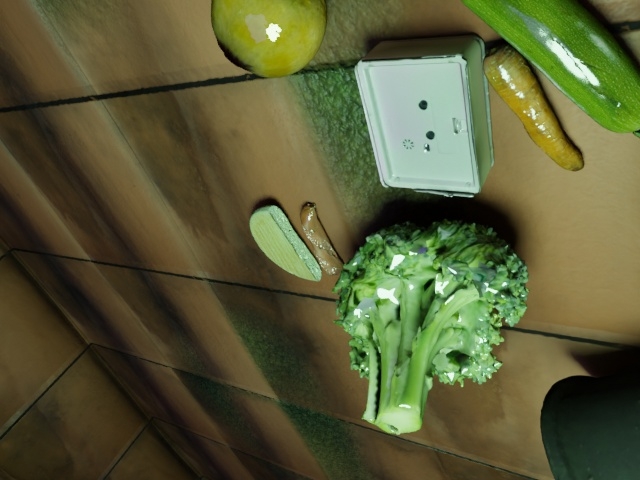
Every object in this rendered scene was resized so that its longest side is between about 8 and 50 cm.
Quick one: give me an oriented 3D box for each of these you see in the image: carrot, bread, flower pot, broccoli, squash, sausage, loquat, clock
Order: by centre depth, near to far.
[{"bbox_3d":[0.243,-0.208,0.578,0.318,0.071,0.080,38,148,-1],"label":"squash"},{"bbox_3d":[0.256,-0.149,0.657,0.191,0.047,0.047,47,142,-17],"label":"carrot"},{"bbox_3d":[-0.065,-0.281,0.696,0.163,0.137,0.163,31,135,36],"label":"loquat"},{"bbox_3d":[0.137,-0.157,0.718,0.146,0.071,0.192,8,135,32],"label":"clock"},{"bbox_3d":[0.515,0.283,0.723,0.379,0.379,0.251,37,122,0],"label":"flower pot"},{"bbox_3d":[0.175,0.126,0.838,0.249,0.302,0.375,9,149,-30],"label":"broccoli"},{"bbox_3d":[0.000,0.000,1.028,0.158,0.042,0.036,65,172,-30],"label":"sausage"},{"bbox_3d":[-0.079,0.003,1.095,0.112,0.036,0.193,1,134,45],"label":"bread"}]
